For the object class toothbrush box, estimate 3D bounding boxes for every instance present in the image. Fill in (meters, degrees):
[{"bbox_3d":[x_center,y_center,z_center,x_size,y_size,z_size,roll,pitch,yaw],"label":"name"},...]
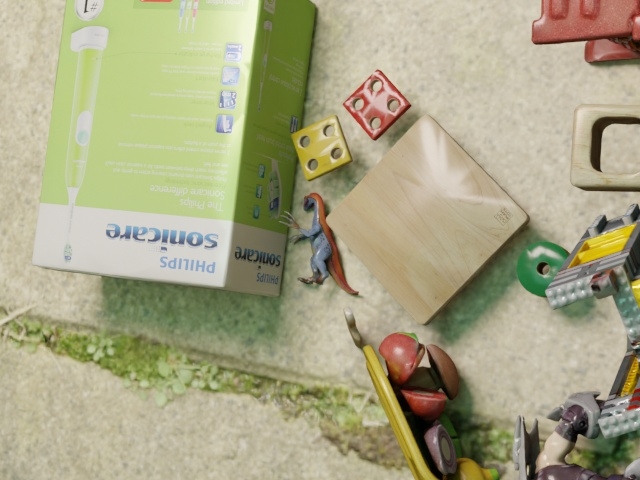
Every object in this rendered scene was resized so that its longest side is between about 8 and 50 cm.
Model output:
[{"bbox_3d":[-0.135,-0.101,1.220,0.206,0.122,0.283,5,85,24],"label":"toothbrush box"}]

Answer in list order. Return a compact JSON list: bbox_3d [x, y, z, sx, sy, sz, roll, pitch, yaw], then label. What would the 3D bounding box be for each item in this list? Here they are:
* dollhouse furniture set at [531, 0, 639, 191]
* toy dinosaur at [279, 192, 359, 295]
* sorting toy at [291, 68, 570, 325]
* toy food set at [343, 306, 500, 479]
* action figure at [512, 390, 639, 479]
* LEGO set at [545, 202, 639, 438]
[{"bbox_3d":[0.256,-0.076,1.014,0.152,0.201,0.374,3,91,23],"label":"dollhouse furniture set"},{"bbox_3d":[0.000,0.000,1.207,0.090,0.047,0.082,18,81,-9],"label":"toy dinosaur"},{"bbox_3d":[0.091,-0.023,1.153,0.132,0.046,0.274,-47,69,12],"label":"sorting toy"},{"bbox_3d":[0.092,0.140,1.102,0.071,0.128,0.218,-24,69,-2],"label":"toy food set"},{"bbox_3d":[0.259,0.204,1.030,0.285,0.099,0.185,-17,84,32],"label":"action figure"},{"bbox_3d":[0.279,0.091,0.785,0.255,0.192,0.331,-11,100,23],"label":"LEGO set"}]
